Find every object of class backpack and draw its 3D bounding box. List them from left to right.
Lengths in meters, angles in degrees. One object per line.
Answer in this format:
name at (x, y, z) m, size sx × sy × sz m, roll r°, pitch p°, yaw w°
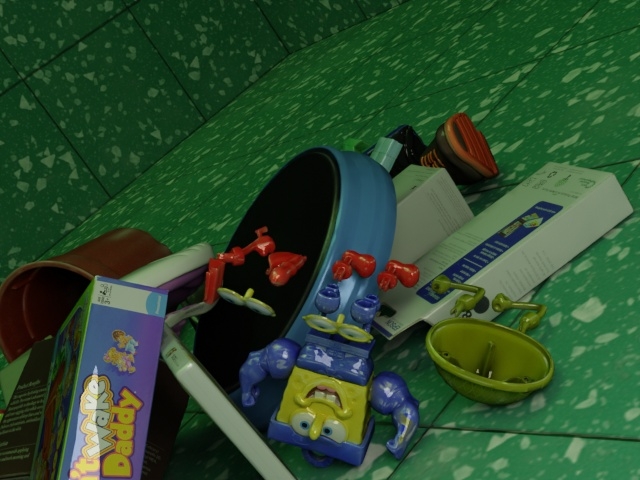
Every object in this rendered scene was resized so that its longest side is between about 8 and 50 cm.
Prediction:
backpack at (0.138, -0.119, 1.683) m, size 0.098 × 0.120 × 0.101 m, roll -37°, pitch 7°, yaw 0°

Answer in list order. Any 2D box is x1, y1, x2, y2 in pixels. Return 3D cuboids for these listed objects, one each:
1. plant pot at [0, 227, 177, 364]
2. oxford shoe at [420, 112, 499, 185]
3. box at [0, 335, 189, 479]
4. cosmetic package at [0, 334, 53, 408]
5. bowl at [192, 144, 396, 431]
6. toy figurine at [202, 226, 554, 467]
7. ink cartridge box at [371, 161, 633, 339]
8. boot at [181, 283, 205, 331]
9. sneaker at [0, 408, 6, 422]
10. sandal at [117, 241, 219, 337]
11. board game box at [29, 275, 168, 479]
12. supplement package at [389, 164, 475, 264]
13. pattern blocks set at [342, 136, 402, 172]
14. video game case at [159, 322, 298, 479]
plant pot at (-0.388, 0.112, 1.827) m, size 0.272 × 0.272 × 0.265 m, roll -26°, pitch 11°, yaw 26°
oxford shoe at (0.194, -0.115, 1.490) m, size 0.098 × 0.096 × 0.271 m, roll -23°, pitch -11°, yaw 14°
box at (-0.296, 0.241, 1.308) m, size 0.168 × 0.167 × 0.203 m, roll -18°, pitch 45°, yaw 45°
cosmetic package at (-0.392, 0.261, 1.559) m, size 0.113 × 0.160 × 0.309 m, roll -38°, pitch 18°, yaw -14°
bowl at (-0.048, 0.052, 1.336) m, size 0.391 × 0.077 × 0.391 m, roll -48°, pitch 26°, yaw 33°
toy figurine at (0.045, 0.149, 1.097) m, size 0.363 × 0.217 × 0.191 m, roll 15°, pitch 23°, yaw 8°
ink cartridge box at (0.203, 0.026, 1.254) m, size 0.333 × 0.065 × 0.165 m, roll -35°, pitch 17°, yaw -6°
boot at (-0.116, 0.065, 1.718) m, size 0.229 × 0.091 × 0.263 m, roll -25°, pitch 24°, yaw 2°
sneaker at (-0.558, 0.334, 1.780) m, size 0.208 × 0.094 × 0.081 m, roll -43°, pitch 20°, yaw -22°
sandal at (-0.194, 0.079, 1.333) m, size 0.169 × 0.102 × 0.416 m, roll -28°, pitch -1°, yaw -1°
board game box at (-0.246, 0.237, 1.059) m, size 0.233 × 0.078 × 0.347 m, roll 139°, pitch 140°, yaw -59°
supplement package at (0.112, -0.014, 1.461) m, size 0.179 × 0.105 × 0.105 m, roll -39°, pitch 20°, yaw -13°
pattern blocks set at (0.000, 0.000, 1.428) m, size 0.285 × 0.026 × 0.324 m, roll 1°, pitch 66°, yaw 65°
video game case at (-0.092, 0.188, 1.071) m, size 0.026 × 0.227 × 0.206 m, roll -40°, pitch 17°, yaw -9°
